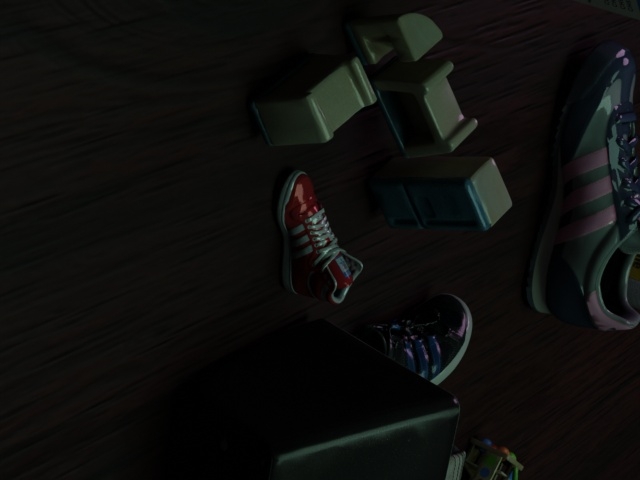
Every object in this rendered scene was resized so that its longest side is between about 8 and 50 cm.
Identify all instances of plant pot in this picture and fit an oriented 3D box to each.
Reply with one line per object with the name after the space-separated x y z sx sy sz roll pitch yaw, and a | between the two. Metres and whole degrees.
-0.022 0.191 1.235 0.167 0.187 0.188 -6 114 -39 | plant pot

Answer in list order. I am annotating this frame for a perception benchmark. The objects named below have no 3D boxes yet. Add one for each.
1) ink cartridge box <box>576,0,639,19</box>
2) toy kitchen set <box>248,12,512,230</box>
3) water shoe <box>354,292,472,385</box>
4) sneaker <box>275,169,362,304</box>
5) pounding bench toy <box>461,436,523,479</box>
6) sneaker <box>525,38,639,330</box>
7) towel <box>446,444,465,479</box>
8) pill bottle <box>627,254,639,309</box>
0.245 -0.314 1.264 0.168 0.233 0.171 -53 144 -18 | ink cartridge box
0.036 -0.070 1.246 0.166 0.122 0.207 -43 119 -33 | toy kitchen set
0.074 0.107 1.406 0.203 0.073 0.080 -46 138 -31 | water shoe
0.000 0.000 1.244 0.042 0.067 0.118 -35 135 -40 | sneaker
0.199 0.264 1.659 0.065 0.083 0.052 -61 146 -9 | pounding bench toy
0.320 -0.053 1.607 0.112 0.131 0.319 -20 124 -48 | sneaker
0.047 0.368 1.501 0.324 0.056 0.312 2 104 -60 | towel
0.396 0.035 1.716 0.103 0.184 0.103 -32 132 -43 | pill bottle
